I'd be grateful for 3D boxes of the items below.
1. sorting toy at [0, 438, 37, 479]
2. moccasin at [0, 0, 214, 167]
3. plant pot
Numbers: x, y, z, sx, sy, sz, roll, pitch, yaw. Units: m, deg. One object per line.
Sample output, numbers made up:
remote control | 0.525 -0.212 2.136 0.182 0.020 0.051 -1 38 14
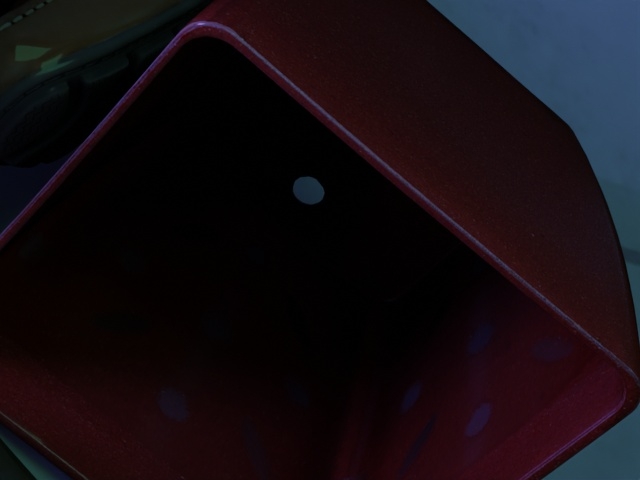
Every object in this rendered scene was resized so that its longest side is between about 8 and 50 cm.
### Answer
sorting toy | -0.133 0.170 0.816 0.089 0.257 0.255 -42 84 -7
moccasin | -0.120 -0.164 1.042 0.147 0.139 0.380 44 38 -11
plant pot | 0.000 0.000 1.001 0.267 0.267 0.236 40 35 -10
